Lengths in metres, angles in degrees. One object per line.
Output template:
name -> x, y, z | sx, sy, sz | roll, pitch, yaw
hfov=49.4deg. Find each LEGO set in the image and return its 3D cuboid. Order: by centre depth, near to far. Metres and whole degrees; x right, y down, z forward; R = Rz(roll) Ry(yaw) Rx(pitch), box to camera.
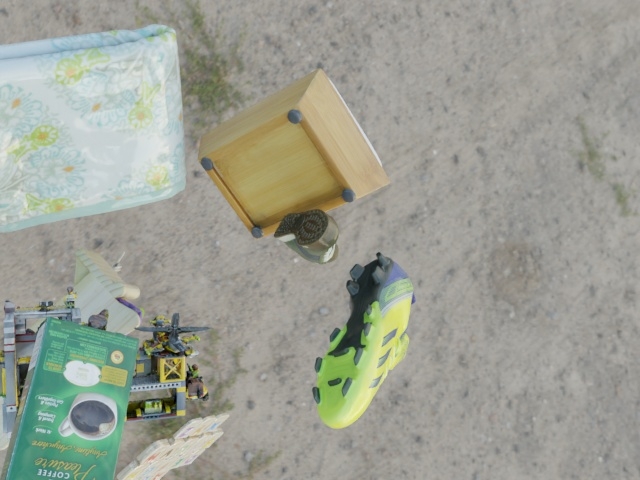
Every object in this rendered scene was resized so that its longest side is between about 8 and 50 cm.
LEGO set -> -0.331, 0.148, 1.027 | 0.331, 0.255, 0.192 | 0, 99, -13

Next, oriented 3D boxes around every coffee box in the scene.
coffee box -> -0.271, 0.185, 0.762 | 0.113, 0.040, 0.184 | 20, 59, -32

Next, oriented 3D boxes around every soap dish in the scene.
soap dish -> -0.059, -0.134, 1.222 | 0.229, 0.290, 0.118 | 56, 37, -18

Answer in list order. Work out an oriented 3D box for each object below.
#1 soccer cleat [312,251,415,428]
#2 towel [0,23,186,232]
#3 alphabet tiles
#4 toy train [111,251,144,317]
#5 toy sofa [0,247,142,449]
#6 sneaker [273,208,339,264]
soccer cleat -> 0.073, 0.134, 0.897 | 0.121, 0.093, 0.289 | 49, 35, -19
towel -> -0.410, -0.178, 1.158 | 0.374, 0.321, 0.090 | -16, 50, -22
alphabet tiles -> -0.348, 0.506, 1.651 | 0.021, 0.278, 0.284 | 53, 14, 21
toy train -> -0.426, 0.131, 1.442 | 0.143, 0.105, 0.248 | 22, 54, 15
toy sofa -> -0.491, 0.197, 1.267 | 0.362, 0.150, 0.177 | -44, 89, -8
sneaker -> 0.000, 0.000, 1.081 | 0.086, 0.192, 0.064 | 35, 79, -22
